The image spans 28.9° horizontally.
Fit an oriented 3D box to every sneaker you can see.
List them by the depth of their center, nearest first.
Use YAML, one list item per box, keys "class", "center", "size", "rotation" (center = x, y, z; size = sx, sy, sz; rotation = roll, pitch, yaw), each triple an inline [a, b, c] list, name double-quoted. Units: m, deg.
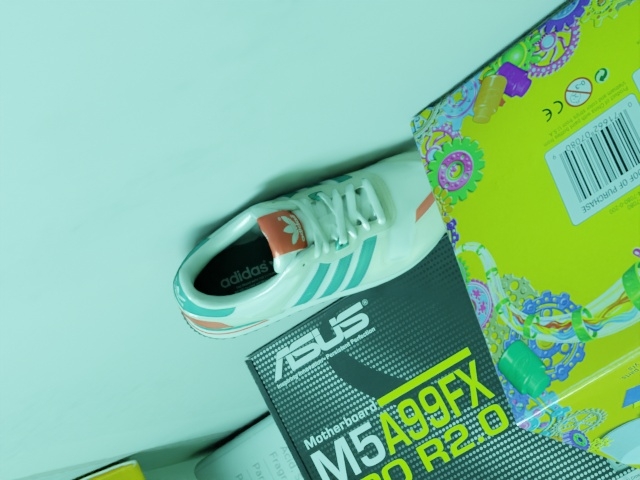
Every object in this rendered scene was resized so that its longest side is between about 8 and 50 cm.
- class: "sneaker"
  center: [0.000, 0.000, 0.618]
  size: [0.161, 0.057, 0.075]
  rotation: [-25, 169, -1]

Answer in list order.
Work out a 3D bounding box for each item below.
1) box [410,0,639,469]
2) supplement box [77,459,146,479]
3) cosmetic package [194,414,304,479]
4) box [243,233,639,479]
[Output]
- class: "box"
  center: [0.254, -0.025, 0.594]
  size: [0.290, 0.177, 0.279]
  rotation: [-36, 141, 28]
- class: "supplement box"
  center: [-0.177, 0.392, 0.989]
  size: [0.195, 0.357, 0.194]
  rotation: [-20, 162, -27]
- class: "cosmetic package"
  center: [0.169, 0.244, 1.159]
  size: [0.393, 0.327, 0.329]
  rotation: [-35, 162, 20]
- class: "box"
  center: [0.111, 0.110, 0.852]
  size: [0.270, 0.216, 0.060]
  rotation: [-32, 165, 15]
